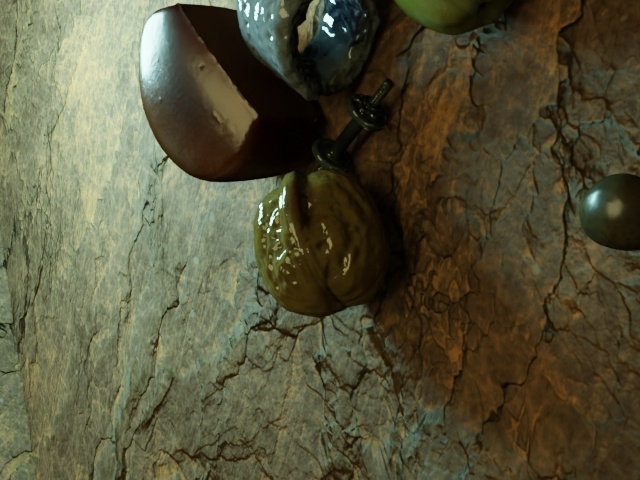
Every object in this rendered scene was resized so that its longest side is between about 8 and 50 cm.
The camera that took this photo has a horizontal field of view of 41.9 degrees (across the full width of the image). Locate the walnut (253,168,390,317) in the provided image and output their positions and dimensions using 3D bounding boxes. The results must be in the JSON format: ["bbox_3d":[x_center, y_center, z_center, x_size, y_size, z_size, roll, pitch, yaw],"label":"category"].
[{"bbox_3d":[0.000,0.000,1.406,0.224,0.257,0.257,-21,69,14],"label":"walnut"}]

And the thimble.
[{"bbox_3d":[-0.020,-0.376,1.437,0.157,0.217,0.245,48,147,41],"label":"thimble"}]

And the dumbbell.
[{"bbox_3d":[0.049,-0.184,1.452,0.254,0.081,0.081,-50,53,36],"label":"dumbbell"}]

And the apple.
[{"bbox_3d":[0.189,-0.396,1.211,0.200,0.200,0.200,-3,86,50],"label":"apple"}]

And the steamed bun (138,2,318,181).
[{"bbox_3d":[-0.194,-0.264,1.603,0.379,0.235,0.248,54,127,20],"label":"steamed bun"}]

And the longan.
[{"bbox_3d":[0.378,-0.030,1.045,0.113,0.092,0.113,26,146,19],"label":"longan"}]
